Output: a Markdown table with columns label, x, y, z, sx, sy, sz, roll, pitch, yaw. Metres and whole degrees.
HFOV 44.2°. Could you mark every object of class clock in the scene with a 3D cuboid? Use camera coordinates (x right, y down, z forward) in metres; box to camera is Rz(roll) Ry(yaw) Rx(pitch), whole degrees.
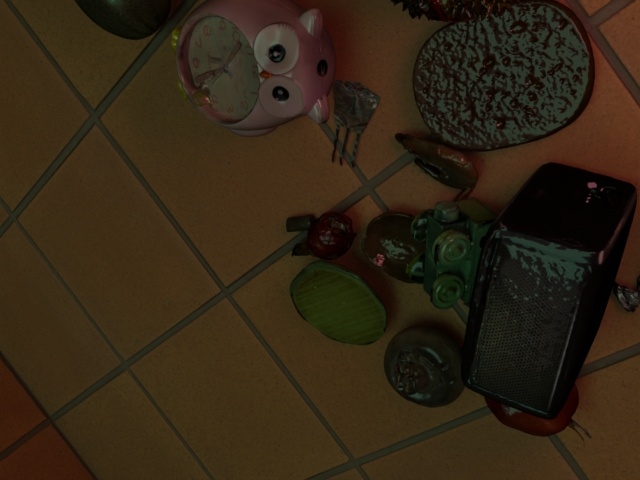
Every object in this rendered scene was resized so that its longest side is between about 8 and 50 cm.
| label | x | y | z | sx | sy | sz | roll | pitch | yaw |
| --- | --- | --- | --- | --- | --- | --- | --- | --- | --- |
| clock | -0.129 | -0.425 | 1.857 | 0.376 | 0.250 | 0.368 | 13 | 120 | 34 |

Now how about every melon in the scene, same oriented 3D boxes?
| label | x | y | z | sx | sy | sz | roll | pitch | yaw |
| --- | --- | --- | --- | --- | --- | --- | --- | --- | --- |
| melon | -0.509 | -0.650 | 1.989 | 0.237 | 0.237 | 0.302 | -36 | 94 | 40 |

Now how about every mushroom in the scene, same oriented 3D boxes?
| label | x | y | z | sx | sy | sz | roll | pitch | yaw |
| --- | --- | --- | --- | --- | --- | --- | --- | --- | --- |
| mushroom | 0.269 | 0.332 | 2.043 | 0.226 | 0.178 | 0.227 | 8 | 109 | 24 |

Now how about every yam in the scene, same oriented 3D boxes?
| label | x | y | z | sx | sy | sz | roll | pitch | yaw |
| --- | --- | --- | --- | --- | --- | --- | --- | --- | --- |
| yam | -0.057 | -0.046 | 2.141 | 0.094 | 0.043 | 0.043 | -5 | 111 | 33 |

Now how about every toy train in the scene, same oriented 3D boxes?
| label | x | y | z | sx | sy | sz | roll | pitch | yaw |
| --- | --- | --- | --- | --- | --- | --- | --- | --- | --- |
| toy train | 0.316 | 0.032 | 1.839 | 0.159 | 0.188 | 0.272 | -128 | 32 | -56 |

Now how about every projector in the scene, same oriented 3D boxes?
| label | x | y | z | sx | sy | sz | roll | pitch | yaw |
| --- | --- | --- | --- | --- | --- | --- | --- | --- | --- |
| projector | 0.471 | 0.096 | 1.646 | 0.242 | 0.395 | 0.405 | 18 | 123 | 23 |

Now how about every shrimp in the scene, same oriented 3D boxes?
| label | x | y | z | sx | sy | sz | roll | pitch | yaw |
| --- | --- | --- | --- | --- | --- | --- | --- | --- | --- |
| shrimp | 0.268 | -0.188 | 1.849 | 0.236 | 0.053 | 0.133 | 28 | 163 | 26 |

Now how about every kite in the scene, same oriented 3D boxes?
| label | x | y | z | sx | sy | sz | roll | pitch | yaw |
| --- | --- | --- | --- | --- | --- | --- | --- | --- | --- |
| kite | 0.075 | -0.281 | 1.951 | 0.127 | 0.016 | 0.229 | 23 | 124 | 25 |

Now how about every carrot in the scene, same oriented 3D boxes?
| label | x | y | z | sx | sy | sz | roll | pitch | yaw |
| --- | --- | --- | --- | --- | --- | --- | --- | --- | --- |
| carrot | 0.329 | -0.081 | 1.882 | 0.035 | 0.035 | 0.142 | 33 | 123 | 14 |

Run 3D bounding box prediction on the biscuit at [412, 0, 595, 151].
| label | x | y | z | sx | sy | sz | roll | pitch | yaw |
| --- | --- | --- | --- | --- | --- | --- | --- | --- | --- |
| biscuit | 0.379 | -0.366 | 1.676 | 0.394 | 0.070 | 0.351 | -4 | 109 | 34 |

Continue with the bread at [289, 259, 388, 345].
| label | x | y | z | sx | sy | sz | roll | pitch | yaw |
| --- | --- | --- | --- | --- | --- | --- | --- | --- | --- |
| bread | 0.054 | 0.171 | 2.125 | 0.301 | 0.045 | 0.301 | 20 | 138 | 20 |

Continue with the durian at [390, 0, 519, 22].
| label | x | y | z | sx | sy | sz | roll | pitch | yaw |
| --- | --- | --- | --- | --- | --- | --- | --- | --- | --- |
| durian | 0.260 | -0.579 | 1.481 | 0.384 | 0.347 | 0.348 | 30 | 127 | 22 |

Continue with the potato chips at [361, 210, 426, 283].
| label | x | y | z | sx | sy | sz | roll | pitch | yaw |
| --- | --- | --- | --- | --- | --- | --- | --- | --- | --- |
| potato chips | 0.208 | 0.013 | 1.989 | 0.208 | 0.062 | 0.195 | -18 | 100 | 38 |

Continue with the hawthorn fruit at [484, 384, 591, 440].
| label | x | y | z | sx | sy | sz | roll | pitch | yaw |
| --- | --- | --- | --- | --- | --- | --- | --- | --- | --- |
| hawthorn fruit | 0.528 | 0.379 | 1.892 | 0.299 | 0.211 | 0.211 | 34 | 128 | 2 |

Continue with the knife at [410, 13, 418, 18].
| label | x | y | z | sx | sy | sz | roll | pitch | yaw |
| --- | --- | --- | --- | --- | --- | --- | --- | --- | --- |
| knife | 0.300 | -0.502 | 1.689 | 0.230 | 0.028 | 0.060 | -4 | 124 | 31 |

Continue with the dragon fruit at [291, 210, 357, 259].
| label | x | y | z | sx | sy | sz | roll | pitch | yaw |
| --- | --- | --- | --- | --- | --- | --- | --- | --- | --- |
| dragon fruit | 0.000 | 0.000 | 2.083 | 0.125 | 0.125 | 0.246 | 43 | 138 | -20 |

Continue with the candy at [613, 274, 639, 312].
| label | x | y | z | sx | sy | sz | roll | pitch | yaw |
| --- | --- | --- | --- | --- | --- | --- | --- | --- | --- |
| candy | 0.725 | 0.072 | 1.697 | 0.094 | 0.051 | 0.226 | 57 | 133 | 25 |
